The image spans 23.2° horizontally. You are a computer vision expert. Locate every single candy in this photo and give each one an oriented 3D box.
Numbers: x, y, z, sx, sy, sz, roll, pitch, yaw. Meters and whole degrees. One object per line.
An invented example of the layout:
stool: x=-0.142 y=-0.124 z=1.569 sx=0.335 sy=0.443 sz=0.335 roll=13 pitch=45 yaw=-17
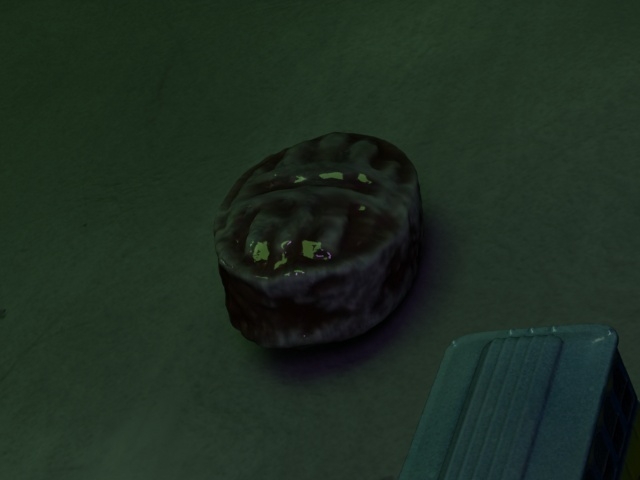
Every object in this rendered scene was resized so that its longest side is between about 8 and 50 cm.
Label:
candy: x=0.000 y=0.000 z=1.646 sx=0.214 sy=0.157 sz=0.289 roll=2 pitch=34 yaw=16

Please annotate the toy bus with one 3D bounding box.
toy bus: x=0.152 y=0.230 z=1.182 sx=0.152 sy=0.190 sz=0.312 roll=-6 pitch=39 yaw=29
